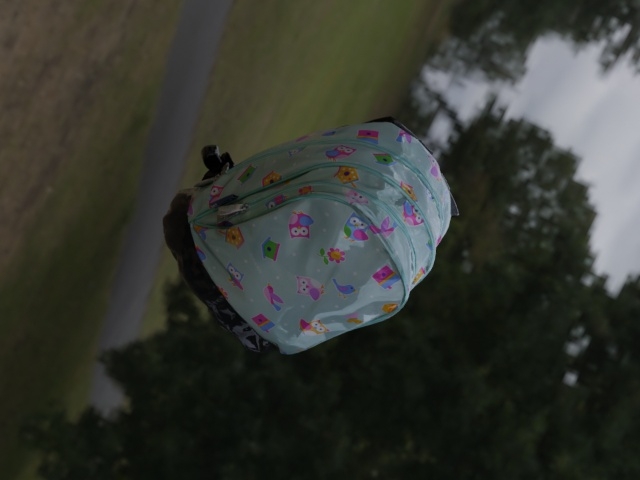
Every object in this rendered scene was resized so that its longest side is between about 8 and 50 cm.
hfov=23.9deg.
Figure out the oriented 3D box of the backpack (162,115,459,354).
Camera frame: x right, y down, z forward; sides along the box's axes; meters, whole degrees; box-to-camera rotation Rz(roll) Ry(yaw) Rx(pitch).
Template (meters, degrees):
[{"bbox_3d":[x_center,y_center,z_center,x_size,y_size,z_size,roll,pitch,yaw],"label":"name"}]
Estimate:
[{"bbox_3d":[0.000,0.000,0.989,0.182,0.152,0.115,-22,-150,35],"label":"backpack"}]
